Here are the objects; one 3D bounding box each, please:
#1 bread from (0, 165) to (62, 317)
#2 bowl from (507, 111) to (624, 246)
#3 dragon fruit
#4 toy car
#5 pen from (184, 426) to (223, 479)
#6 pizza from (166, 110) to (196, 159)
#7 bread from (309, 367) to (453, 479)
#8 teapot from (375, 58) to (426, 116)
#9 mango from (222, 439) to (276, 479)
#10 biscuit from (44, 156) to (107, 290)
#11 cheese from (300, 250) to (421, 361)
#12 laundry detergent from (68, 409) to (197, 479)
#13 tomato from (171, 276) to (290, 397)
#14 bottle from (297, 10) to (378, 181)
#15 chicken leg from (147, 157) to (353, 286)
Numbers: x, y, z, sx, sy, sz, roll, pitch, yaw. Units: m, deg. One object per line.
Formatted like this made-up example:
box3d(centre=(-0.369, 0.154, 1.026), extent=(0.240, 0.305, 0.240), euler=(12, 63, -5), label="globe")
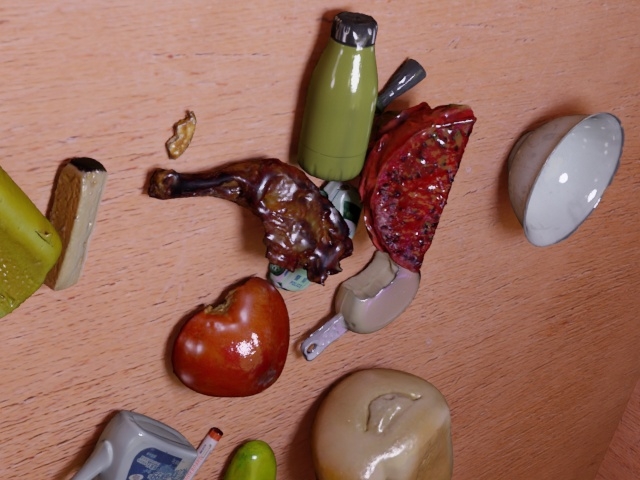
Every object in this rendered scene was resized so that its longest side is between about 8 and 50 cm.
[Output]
box3d(centre=(-0.454, -0.051, 1.129), extent=(0.166, 0.112, 0.383), euler=(-46, 144, -14), label="bread")
box3d(centre=(0.486, -0.153, 2.039), extent=(0.313, 0.146, 0.313), euler=(-26, 135, -30), label="bowl")
box3d(centre=(0.126, -0.126, 1.657), extent=(0.152, 0.205, 0.317), euler=(7, 120, -15), label="dragon fruit")
box3d(centre=(0.000, 0.000, 1.695), extent=(0.090, 0.076, 0.224), euler=(24, 100, -54), label="toy car")
box3d(centre=(-0.260, 0.457, 1.826), extent=(0.239, 0.028, 0.028), euler=(-55, 144, 2), label="pen")
box3d(centre=(-0.202, -0.153, 1.401), extent=(0.037, 0.016, 0.083), euler=(2, 121, -49), label="pizza")
box3d(centre=(0.125, 0.457, 2.055), extent=(0.348, 0.253, 0.376), euler=(-41, 144, -24), label="bread")
box3d(centre=(0.130, -0.261, 1.654), extent=(0.110, 0.043, 0.043), euler=(-45, 143, -7), label="teapot")
box3d(centre=(-0.136, 0.474, 1.922), extent=(0.117, 0.089, 0.163), euler=(5, 115, -49), label="mango")
box3d(centre=(-0.341, -0.022, 1.329), extent=(0.056, 0.052, 0.188), euler=(-18, 134, -60), label="biscuit")
box3d(centre=(0.074, 0.133, 1.881), extent=(0.286, 0.082, 0.163), euler=(-38, 140, -18), label="cheese")
box3d(centre=(-0.357, 0.434, 1.640), extent=(0.280, 0.105, 0.215), euler=(-50, 144, -1), label="laundry detergent")
box3d(centre=(-0.130, 0.188, 1.655), extent=(0.233, 0.139, 0.200), euler=(-38, 147, -20), label="tomato")
box3d(centre=(0.034, -0.227, 1.516), extent=(0.112, 0.112, 0.260), euler=(-18, 131, -38), label="bottle")
box3d(centre=(-0.095, -0.055, 1.525), extent=(0.407, 0.096, 0.158), euler=(27, 82, -40), label="chicken leg")
